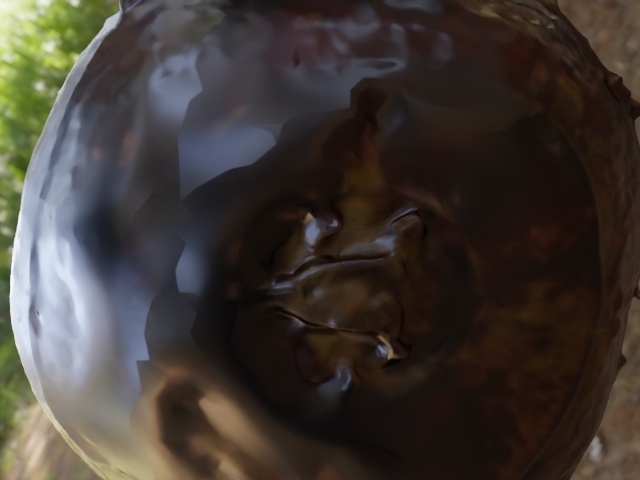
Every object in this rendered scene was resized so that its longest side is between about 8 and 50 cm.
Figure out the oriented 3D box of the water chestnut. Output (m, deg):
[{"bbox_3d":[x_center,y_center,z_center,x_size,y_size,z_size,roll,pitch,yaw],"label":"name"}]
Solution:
[{"bbox_3d":[0.000,0.000,0.808,0.350,0.350,0.302,-62,23,-2],"label":"water chestnut"}]
